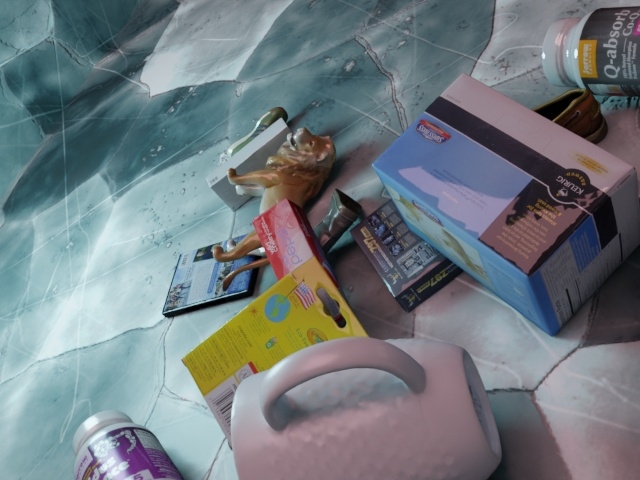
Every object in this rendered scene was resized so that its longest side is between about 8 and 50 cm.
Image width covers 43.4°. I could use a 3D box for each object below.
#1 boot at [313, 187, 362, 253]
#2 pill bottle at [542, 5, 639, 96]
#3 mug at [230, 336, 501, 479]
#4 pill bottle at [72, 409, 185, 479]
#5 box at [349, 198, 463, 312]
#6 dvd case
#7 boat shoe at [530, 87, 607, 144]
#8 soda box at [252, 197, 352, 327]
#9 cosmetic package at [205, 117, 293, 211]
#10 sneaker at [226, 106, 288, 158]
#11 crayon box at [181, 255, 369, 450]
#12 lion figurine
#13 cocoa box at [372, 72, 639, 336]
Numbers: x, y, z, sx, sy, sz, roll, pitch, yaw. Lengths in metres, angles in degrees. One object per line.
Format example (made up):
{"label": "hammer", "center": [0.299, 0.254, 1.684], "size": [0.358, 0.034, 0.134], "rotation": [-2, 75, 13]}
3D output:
{"label": "boot", "center": [-0.002, -0.002, 1.682], "size": [0.208, 0.076, 0.189], "rotation": [-56, 2, 14]}
{"label": "pill bottle", "center": [0.560, -0.344, 1.466], "size": [0.278, 0.162, 0.162], "rotation": [13, 62, 46]}
{"label": "mug", "center": [0.059, 0.255, 1.133], "size": [0.328, 0.374, 0.276], "rotation": [-20, 47, 15]}
{"label": "pill bottle", "center": [-0.349, 0.438, 1.460], "size": [0.169, 0.169, 0.301], "rotation": [-47, 38, -8]}
{"label": "box", "center": [0.178, 0.003, 1.532], "size": [0.183, 0.059, 0.232], "rotation": [-37, 38, 4]}
{"label": "dvd case", "center": [-0.245, 0.077, 1.848], "size": [0.253, 0.022, 0.180], "rotation": [-16, 45, 28]}
{"label": "boat shoe", "center": [0.376, -0.194, 1.520], "size": [0.307, 0.104, 0.110], "rotation": [-27, 40, 18]}
{"label": "soda box", "center": [-0.034, 0.054, 1.549], "size": [0.092, 0.083, 0.263], "rotation": [-32, 68, 13]}
{"label": "cosmetic package", "center": [-0.156, -0.185, 1.970], "size": [0.239, 0.099, 0.060], "rotation": [-37, 35, 3]}
{"label": "sneaker", "center": [-0.148, -0.256, 2.066], "size": [0.192, 0.064, 0.086], "rotation": [-40, 45, 1]}
{"label": "crayon box", "center": [-0.069, 0.203, 1.438], "size": [0.318, 0.081, 0.202], "rotation": [-38, 69, 11]}
{"label": "lion figurine", "center": [-0.092, -0.067, 1.786], "size": [0.240, 0.142, 0.392], "rotation": [-1, 64, 10]}
{"label": "cocoa box", "center": [0.299, -0.060, 1.295], "size": [0.228, 0.231, 0.347], "rotation": [-46, 53, -5]}
